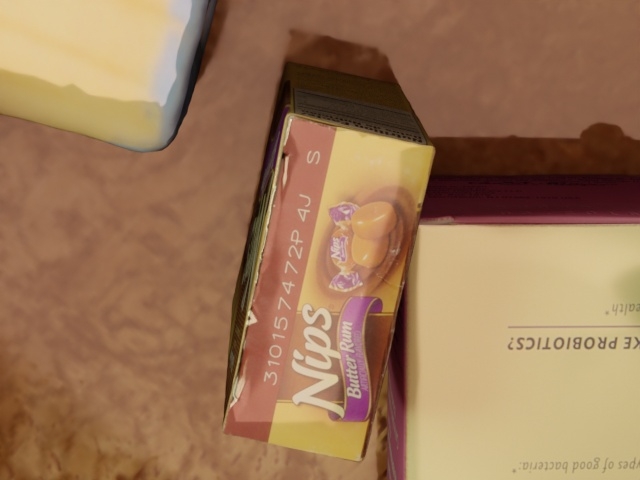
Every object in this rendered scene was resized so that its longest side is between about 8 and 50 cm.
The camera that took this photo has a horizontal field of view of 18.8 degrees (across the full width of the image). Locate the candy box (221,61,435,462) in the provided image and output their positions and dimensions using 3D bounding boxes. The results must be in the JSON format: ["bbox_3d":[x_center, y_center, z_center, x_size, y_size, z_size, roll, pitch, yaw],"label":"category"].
[{"bbox_3d":[0.000,0.000,0.701,0.053,0.187,0.109,12,101,-2],"label":"candy box"}]

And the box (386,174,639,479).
[{"bbox_3d":[0.135,0.100,0.758,0.213,0.117,0.243,-1,100,-1],"label":"box"}]

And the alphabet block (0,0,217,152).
[{"bbox_3d":[-0.120,-0.154,0.671,0.197,0.192,0.193,14,98,-5],"label":"alphabet block"}]
